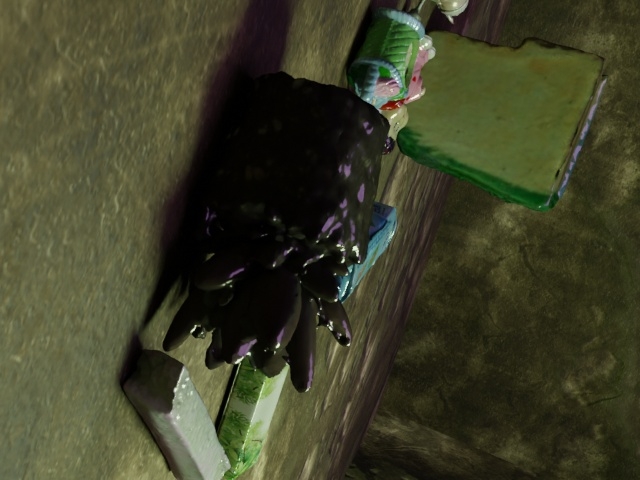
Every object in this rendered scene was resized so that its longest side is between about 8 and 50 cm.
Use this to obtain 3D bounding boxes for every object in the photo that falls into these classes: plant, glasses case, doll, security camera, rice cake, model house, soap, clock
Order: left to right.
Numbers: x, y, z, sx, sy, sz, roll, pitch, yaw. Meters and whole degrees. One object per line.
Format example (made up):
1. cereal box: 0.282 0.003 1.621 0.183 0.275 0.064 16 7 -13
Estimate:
1. rice cake: -0.162 0.227 0.945 0.056 0.072 0.365 -59 164 -27
2. glasses case: -0.100 0.221 1.223 0.095 0.062 0.272 -5 115 -69
3. plant: -0.050 -0.005 0.851 0.181 0.194 0.321 27 79 -65
4. soap: 0.000 0.000 1.075 0.293 0.156 0.077 -46 151 -62
5. clock: 0.098 -0.239 1.246 0.194 0.100 0.196 20 88 -74
6. security camera: 0.164 -0.396 1.400 0.092 0.058 0.058 -59 169 7
7. doll: 0.254 -0.486 1.594 0.084 0.073 0.127 -24 141 -24
8. model house: 0.382 -0.262 1.749 0.342 0.382 0.335 6 105 -75
